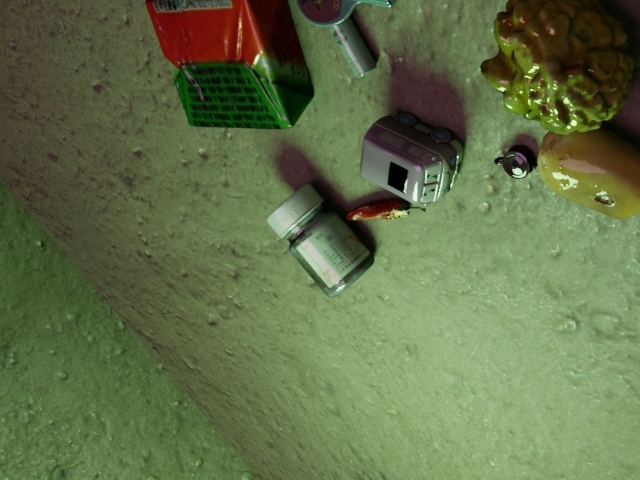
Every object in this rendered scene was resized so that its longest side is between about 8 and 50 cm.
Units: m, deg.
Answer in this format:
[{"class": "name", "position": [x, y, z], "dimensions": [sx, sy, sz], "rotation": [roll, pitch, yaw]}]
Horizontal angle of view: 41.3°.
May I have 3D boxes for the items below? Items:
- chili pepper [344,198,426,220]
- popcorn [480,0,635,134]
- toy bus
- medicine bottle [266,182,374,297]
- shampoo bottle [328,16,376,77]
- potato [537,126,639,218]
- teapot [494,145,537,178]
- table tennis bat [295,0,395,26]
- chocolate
[{"class": "chili pepper", "position": [0.152, -0.073, 2.094], "dimensions": [0.268, 0.059, 0.050], "rotation": [-3, 80, 50]}, {"class": "popcorn", "position": [0.417, -0.312, 1.486], "dimensions": [0.258, 0.224, 0.270], "rotation": [39, 153, 41]}, {"class": "toy bus", "position": [0.198, -0.177, 1.876], "dimensions": [0.202, 0.142, 0.142], "rotation": [30, 138, 24]}, {"class": "medicine bottle", "position": [0.000, 0.000, 2.209], "dimensions": [0.273, 0.165, 0.165], "rotation": [51, 143, -1]}, {"class": "shampoo bottle", "position": [0.053, -0.452, 1.859], "dimensions": [0.056, 0.056, 0.195], "rotation": [-18, 108, 50]}, {"class": "potato", "position": [0.522, -0.135, 1.596], "dimensions": [0.234, 0.146, 0.150], "rotation": [27, -177, 9]}, {"class": "teapot", "position": [0.405, -0.160, 1.764], "dimensions": [0.100, 0.045, 0.068], "rotation": [11, 127, 38]}, {"class": "table tennis bat", "position": [0.049, -0.524, 1.794], "dimensions": [0.244, 0.040, 0.153], "rotation": [16, 107, 28]}, {"class": "chocolate", "position": [-0.206, -0.447, 2.035], "dimensions": [0.360, 0.161, 0.341], "rotation": [8, 126, 40]}]
